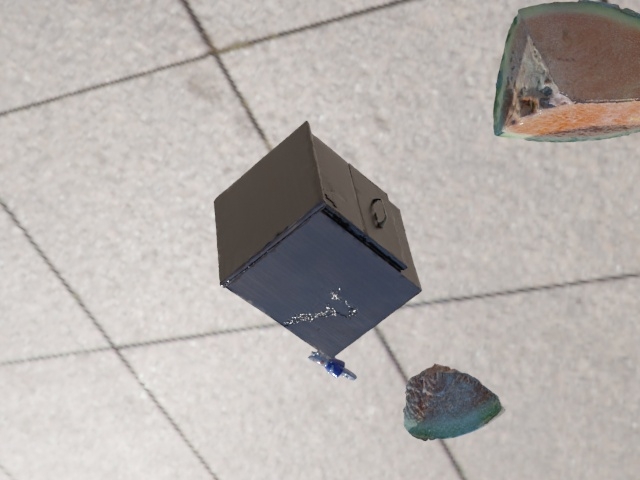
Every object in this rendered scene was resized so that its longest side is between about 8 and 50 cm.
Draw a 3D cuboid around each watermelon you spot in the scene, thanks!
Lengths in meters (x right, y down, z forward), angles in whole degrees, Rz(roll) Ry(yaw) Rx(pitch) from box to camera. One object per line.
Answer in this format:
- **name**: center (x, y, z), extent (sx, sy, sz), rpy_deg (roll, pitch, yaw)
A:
- **watermelon**: center (0.311, -0.200, 1.289), extent (0.231, 0.146, 0.128), rpy_deg (-3, 165, 3)
- **watermelon**: center (0.189, 0.222, 1.539), extent (0.180, 0.081, 0.094), rpy_deg (3, 108, 46)

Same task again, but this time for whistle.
- **whistle**: center (0.018, 0.193, 1.732), extent (0.083, 0.029, 0.033), rpy_deg (31, 143, -13)

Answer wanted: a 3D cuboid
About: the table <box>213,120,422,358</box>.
- **table**: center (0.000, 0.000, 1.383), extent (0.172, 0.169, 0.193), rpy_deg (-38, 124, 21)
